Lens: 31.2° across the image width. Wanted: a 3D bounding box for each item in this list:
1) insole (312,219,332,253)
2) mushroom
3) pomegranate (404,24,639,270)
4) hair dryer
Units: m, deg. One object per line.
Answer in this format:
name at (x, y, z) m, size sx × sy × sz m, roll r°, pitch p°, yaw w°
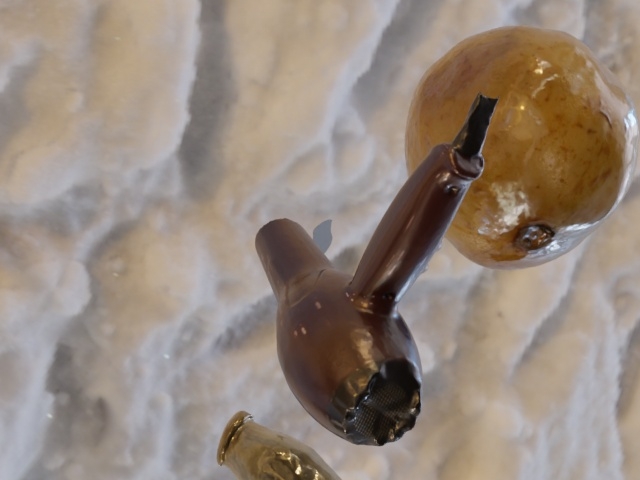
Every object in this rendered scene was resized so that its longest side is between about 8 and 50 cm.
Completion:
insole at (0.000, 0.000, 1.713) m, size 0.045 × 0.002 × 0.135 m, roll -31°, pitch 162°, yaw -14°
mushroom at (-0.002, 0.340, 1.378) m, size 0.109 × 0.351 × 0.097 m, roll -42°, pitch 151°, yaw -1°
pomegranate at (0.237, -0.108, 1.386) m, size 0.307 × 0.307 × 0.307 m, roll -14°, pitch 111°, yaw -39°
hair dryer at (0.055, -0.014, 1.061) m, size 0.123 × 0.312 × 0.340 m, roll 14°, pitch 119°, yaw -29°
